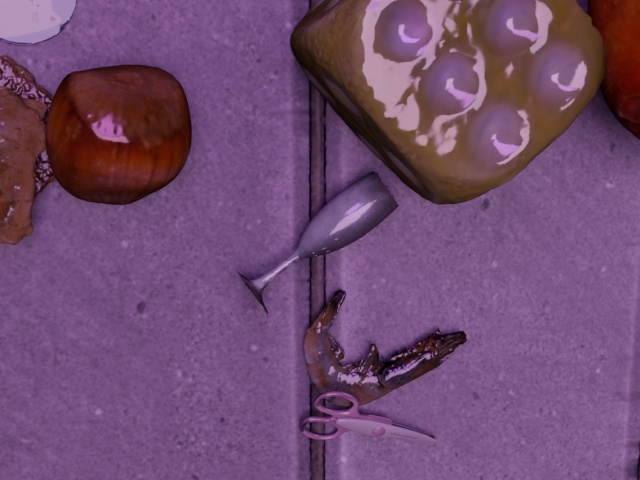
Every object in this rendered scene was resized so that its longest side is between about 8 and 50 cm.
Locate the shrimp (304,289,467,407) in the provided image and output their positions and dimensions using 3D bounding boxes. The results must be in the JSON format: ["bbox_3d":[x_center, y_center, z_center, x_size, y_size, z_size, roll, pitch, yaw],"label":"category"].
[{"bbox_3d":[0.072,0.114,1.072,0.195,0.035,0.148,-25,103,-2],"label":"shrimp"}]

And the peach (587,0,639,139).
[{"bbox_3d":[0.441,-0.251,0.927,0.373,0.290,0.372,-16,112,-46],"label":"peach"}]

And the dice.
[{"bbox_3d":[0.123,-0.192,0.913,0.227,0.233,0.238,-44,105,1],"label":"dice"}]

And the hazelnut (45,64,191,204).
[{"bbox_3d":[-0.208,-0.108,0.921,0.150,0.150,0.150,-2,102,-11],"label":"hazelnut"}]

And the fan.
[{"bbox_3d":[-0.343,-0.258,0.926,0.175,0.005,0.113,-7,103,-9],"label":"fan"}]

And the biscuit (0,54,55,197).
[{"bbox_3d":[-0.365,-0.075,0.950,0.131,0.025,0.231,42,92,-16],"label":"biscuit"}]

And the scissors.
[{"bbox_3d":[0.065,0.227,1.093,0.176,0.022,0.085,16,123,-19],"label":"scissors"}]

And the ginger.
[{"bbox_3d":[-0.331,-0.074,0.907,0.096,0.067,0.165,1,102,-37],"label":"ginger"}]

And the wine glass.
[{"bbox_3d":[0.000,0.000,1.018,0.198,0.066,0.066,-37,106,-2],"label":"wine glass"}]
